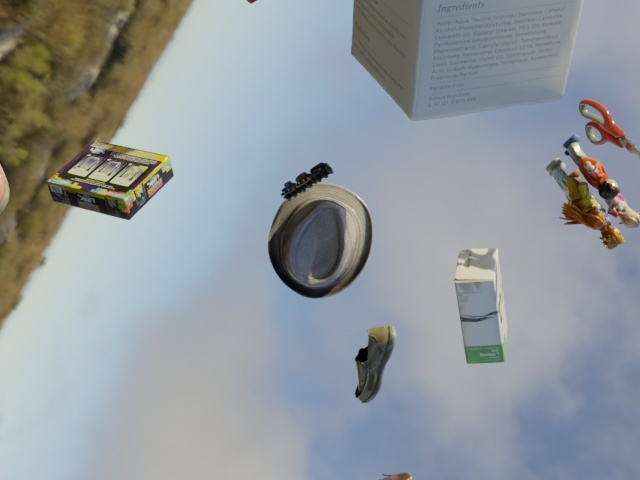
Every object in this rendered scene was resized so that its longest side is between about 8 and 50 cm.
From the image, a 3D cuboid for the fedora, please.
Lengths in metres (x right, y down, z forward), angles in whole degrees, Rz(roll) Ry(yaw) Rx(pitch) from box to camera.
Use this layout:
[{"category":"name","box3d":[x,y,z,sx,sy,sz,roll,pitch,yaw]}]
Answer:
[{"category":"fedora","box3d":[0.000,0.000,1.962,0.124,0.243,0.276,-94,-153,-89]}]

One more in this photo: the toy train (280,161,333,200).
[{"category":"toy train","box3d":[-0.032,-0.120,1.713,0.158,0.036,0.027,-28,-169,48]}]

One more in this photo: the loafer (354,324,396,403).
[{"category":"loafer","box3d":[0.131,0.329,2.301,0.094,0.087,0.251,-92,-163,-64]}]

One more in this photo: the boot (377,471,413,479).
[{"category":"boot","box3d":[0.101,0.666,2.162,0.206,0.090,0.248,-15,167,-38]}]

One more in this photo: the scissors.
[{"category":"scissors","box3d":[0.629,-0.211,1.763,0.021,0.109,0.297,-22,-149,-9]}]

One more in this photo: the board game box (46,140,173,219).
[{"category":"board game box","box3d":[-0.369,-0.109,1.500,0.141,0.170,0.048,-52,147,-43]}]

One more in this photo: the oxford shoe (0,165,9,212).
[{"category":"oxford shoe","box3d":[-0.579,-0.134,1.303,0.140,0.397,0.146,-50,150,-7]}]

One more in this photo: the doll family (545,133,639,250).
[{"category":"doll family","box3d":[0.505,-0.067,1.584,0.118,0.263,0.163,-39,-124,17]}]

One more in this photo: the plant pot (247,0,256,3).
[{"category":"plant pot","box3d":[-0.074,-0.696,1.770,0.235,0.267,0.267,-18,-157,30]}]

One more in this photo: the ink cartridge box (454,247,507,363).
[{"category":"ink cartridge box","box3d":[0.370,0.147,1.947,0.092,0.219,0.160,-4,-154,16]}]

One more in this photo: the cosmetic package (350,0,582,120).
[{"category":"cosmetic package","box3d":[0.264,-0.481,1.571,0.329,0.327,0.394,-119,-156,-50]}]
